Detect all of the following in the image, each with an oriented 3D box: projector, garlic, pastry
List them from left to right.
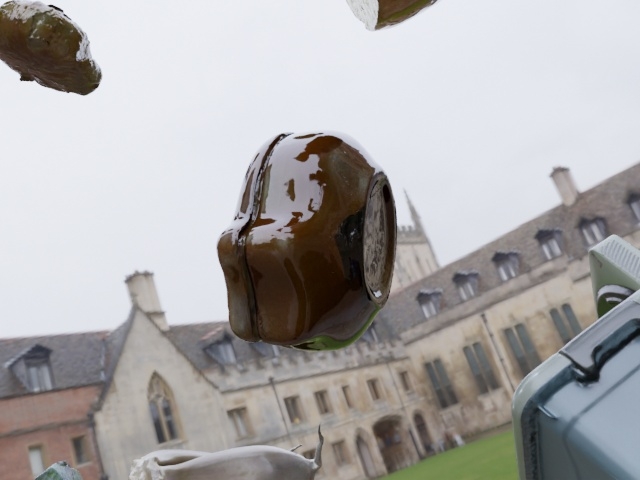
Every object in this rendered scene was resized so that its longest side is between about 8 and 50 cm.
[{"bbox_3d":[-0.527,-0.366,1.280,0.229,0.100,0.218,13,-18,10],"label":"pastry"},{"bbox_3d":[-0.168,0.441,1.240,0.340,0.245,0.231,-14,19,-16],"label":"garlic"},{"bbox_3d":[0.497,0.151,0.969,0.079,0.257,0.259,-32,-49,-6],"label":"projector"}]

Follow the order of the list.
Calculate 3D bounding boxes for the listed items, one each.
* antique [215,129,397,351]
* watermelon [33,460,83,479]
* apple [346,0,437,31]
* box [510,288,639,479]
[{"bbox_3d":[0.000,0.000,0.687,0.129,0.223,0.278,-1,14,18],"label":"antique"},{"bbox_3d":[-0.296,0.306,0.748,0.094,0.081,0.180,-27,-21,-2],"label":"watermelon"},{"bbox_3d":[0.073,-0.420,0.778,0.252,0.309,0.314,-18,17,44],"label":"apple"},{"bbox_3d":[0.236,0.154,0.500,0.162,0.130,0.227,-32,-48,-14],"label":"box"}]
